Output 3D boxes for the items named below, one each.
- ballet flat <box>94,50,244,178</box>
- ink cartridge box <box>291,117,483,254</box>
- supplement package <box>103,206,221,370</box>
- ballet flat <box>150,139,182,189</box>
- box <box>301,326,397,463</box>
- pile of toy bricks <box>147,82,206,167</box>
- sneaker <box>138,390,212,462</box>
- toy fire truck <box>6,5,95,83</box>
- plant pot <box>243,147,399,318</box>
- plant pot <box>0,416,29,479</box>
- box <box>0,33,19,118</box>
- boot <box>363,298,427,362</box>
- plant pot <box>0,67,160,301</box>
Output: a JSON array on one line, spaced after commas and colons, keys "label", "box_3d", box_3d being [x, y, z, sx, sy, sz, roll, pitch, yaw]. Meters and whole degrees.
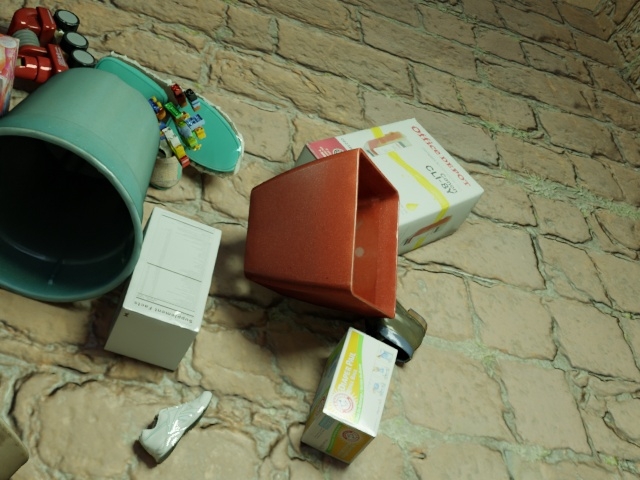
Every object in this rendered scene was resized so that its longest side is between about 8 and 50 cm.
[{"label": "ballet flat", "box_3d": [-0.327, -0.280, 1.652, 0.409, 0.147, 0.147, 37, 43, 6]}, {"label": "ink cartridge box", "box_3d": [0.153, -0.119, 1.741, 0.385, 0.160, 0.279, -20, 62, -40]}, {"label": "supplement package", "box_3d": [-0.280, 0.084, 1.323, 0.139, 0.134, 0.244, 21, 43, -15]}, {"label": "ballet flat", "box_3d": [-0.421, -0.233, 1.569, 0.316, 0.106, 0.107, 31, 42, 1]}, {"label": "box", "box_3d": [0.054, 0.280, 1.343, 0.103, 0.114, 0.203, 27, 44, -4]}, {"label": "pile of toy bricks", "box_3d": [-0.285, -0.229, 1.524, 0.118, 0.105, 0.212, -31, 44, -12]}, {"label": "sneaker", "box_3d": [-0.235, 0.292, 1.215, 0.061, 0.053, 0.152, 36, 43, 10]}, {"label": "toy fire truck", "box_3d": [-0.646, -0.398, 1.593, 0.246, 0.158, 0.217, 2, 49, -41]}, {"label": "plant pot", "box_3d": [0.000, 0.000, 1.418, 0.236, 0.267, 0.267, -3, 74, 21]}, {"label": "plant pot", "box_3d": [-0.546, 0.279, 0.931, 0.263, 0.263, 0.229, 36, 57, 5]}, {"label": "box", "box_3d": [-0.642, -0.254, 1.354, 0.123, 0.257, 0.128, 14, 45, -20]}, {"label": "boot", "box_3d": [0.117, 0.160, 1.516, 0.219, 0.082, 0.106, 31, 40, -3]}, {"label": "plant pot", "box_3d": [-0.448, -0.127, 1.315, 0.341, 0.341, 0.334, 20, 35, -11]}]
